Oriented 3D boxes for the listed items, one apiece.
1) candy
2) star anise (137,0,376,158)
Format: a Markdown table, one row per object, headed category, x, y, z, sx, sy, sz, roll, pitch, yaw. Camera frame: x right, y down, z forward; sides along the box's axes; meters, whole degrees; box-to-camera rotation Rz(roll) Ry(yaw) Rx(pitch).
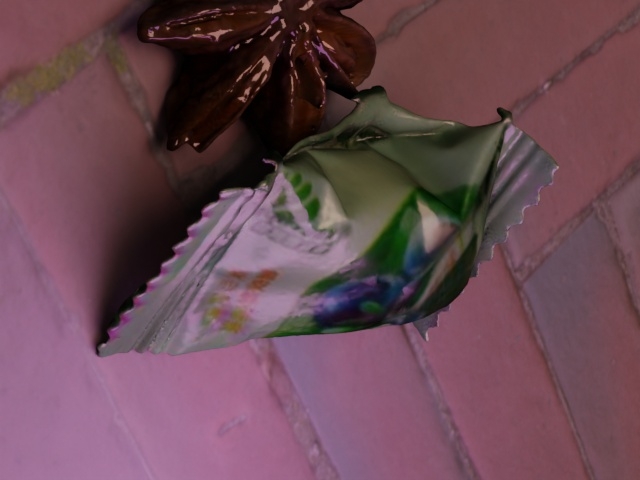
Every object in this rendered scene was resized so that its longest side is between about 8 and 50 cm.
| category | x | y | z | sx | sy | sz | roll | pitch | yaw |
| --- | --- | --- | --- | --- | --- | --- | --- | --- | --- |
| candy | 0.003 | 0.005 | 1.568 | 0.398 | 0.172 | 0.263 | -14 | 142 | -42 |
| star anise | -0.050 | -0.221 | 1.556 | 0.315 | 0.108 | 0.315 | -3 | 94 | -40 |
